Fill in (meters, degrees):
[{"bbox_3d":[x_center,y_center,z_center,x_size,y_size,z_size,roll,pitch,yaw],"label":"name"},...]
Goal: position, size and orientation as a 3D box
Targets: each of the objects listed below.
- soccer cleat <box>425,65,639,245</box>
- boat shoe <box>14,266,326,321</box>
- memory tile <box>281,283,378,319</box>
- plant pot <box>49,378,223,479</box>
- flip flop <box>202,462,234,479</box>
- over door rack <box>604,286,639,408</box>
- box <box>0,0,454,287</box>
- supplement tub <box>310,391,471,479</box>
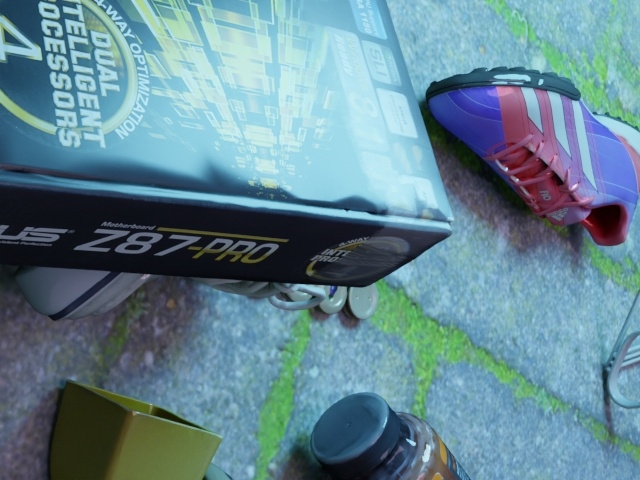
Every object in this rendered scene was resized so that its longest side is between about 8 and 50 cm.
[{"bbox_3d":[0.212,-0.077,1.110,0.318,0.108,0.116,16,73,-48],"label":"soccer cleat"},{"bbox_3d":[-0.040,-0.016,0.824,0.156,0.136,0.367,58,43,-10],"label":"boat shoe"},{"bbox_3d":[0.000,0.000,0.954,0.148,0.012,0.113,19,75,-44],"label":"memory tile"},{"bbox_3d":[-0.129,0.148,0.771,0.081,0.081,0.083,26,82,-42],"label":"plant pot"},{"bbox_3d":[-0.120,0.268,0.748,0.080,0.112,0.277,39,58,-43],"label":"flip flop"},{"bbox_3d":[0.431,0.015,1.276,0.239,0.108,0.324,-11,114,-46],"label":"over door rack"},{"bbox_3d":[-0.109,-0.171,0.679,0.318,0.097,0.395,8,59,-42],"label":"box"},{"bbox_3d":[0.071,0.210,0.952,0.198,0.106,0.106,55,53,-29],"label":"supplement tub"}]
